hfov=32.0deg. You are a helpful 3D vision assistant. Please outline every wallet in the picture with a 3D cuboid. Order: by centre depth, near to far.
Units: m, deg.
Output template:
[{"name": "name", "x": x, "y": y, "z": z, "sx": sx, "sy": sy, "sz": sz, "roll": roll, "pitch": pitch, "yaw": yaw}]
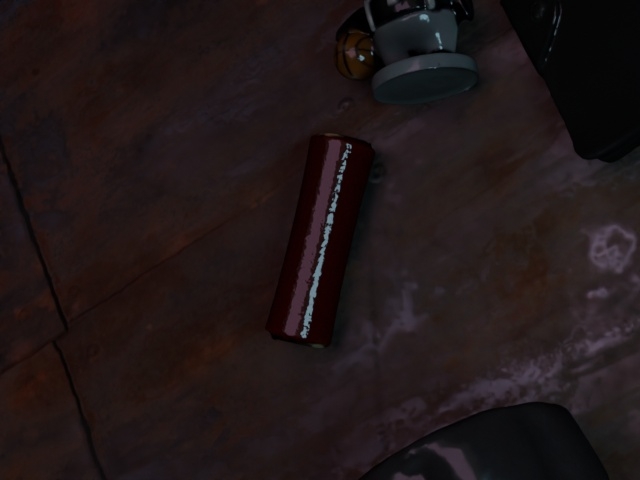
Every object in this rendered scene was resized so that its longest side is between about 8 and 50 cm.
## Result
[{"name": "wallet", "x": 0.275, "y": -0.269, "z": 1.143, "sx": 0.197, "sy": 0.051, "sz": 0.378, "roll": -39, "pitch": 56, "yaw": 35}]

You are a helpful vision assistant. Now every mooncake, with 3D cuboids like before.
[{"name": "mooncake", "x": 0.148, "y": 0.246, "z": 1.050, "sx": 0.245, "sy": 0.245, "sz": 0.133, "roll": -34, "pitch": 70, "yaw": 20}]

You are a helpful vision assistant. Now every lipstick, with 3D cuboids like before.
[{"name": "lipstick", "x": 0.000, "y": 0.000, "z": 1.269, "sx": 0.080, "sy": 0.080, "sz": 0.241, "roll": 11, "pitch": 86, "yaw": 30}]

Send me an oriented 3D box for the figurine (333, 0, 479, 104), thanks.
[{"name": "figurine", "x": 0.087, "y": -0.277, "z": 1.242, "sx": 0.176, "sy": 0.133, "sz": 0.236, "roll": -12, "pitch": 79, "yaw": 25}]
